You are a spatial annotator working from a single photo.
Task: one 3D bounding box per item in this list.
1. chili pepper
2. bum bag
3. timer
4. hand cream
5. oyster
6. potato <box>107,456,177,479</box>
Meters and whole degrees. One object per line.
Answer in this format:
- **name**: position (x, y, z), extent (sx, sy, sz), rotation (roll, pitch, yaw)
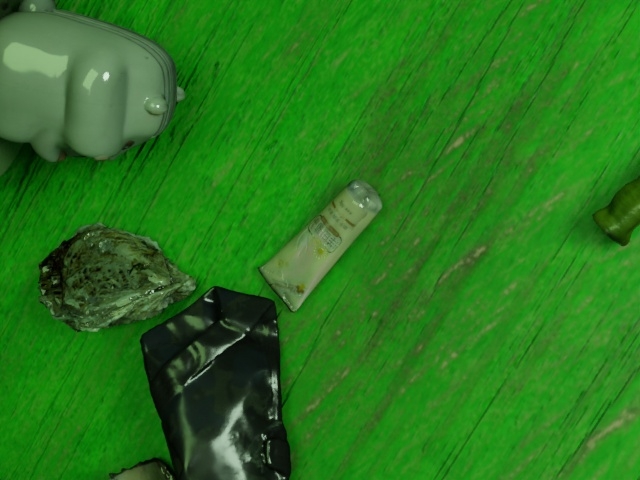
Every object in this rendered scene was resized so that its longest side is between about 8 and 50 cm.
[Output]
- **chili pepper**: position (0.319, -0.064, 0.711), extent (0.202, 0.052, 0.050), rotation (-31, 54, 15)
- **bum bag**: position (-0.093, 0.195, 0.816), extent (0.137, 0.074, 0.310), rotation (-6, 75, -8)
- **timer**: position (-0.299, -0.166, 0.872), extent (0.315, 0.291, 0.290), rotation (12, 88, 2)
- **hand cream**: position (0.000, 0.000, 0.835), extent (0.143, 0.039, 0.061), rotation (-47, 72, 15)
- **oyster**: position (-0.222, 0.042, 0.905), extent (0.177, 0.064, 0.125), rotation (29, 80, 32)
- **potato**: position (-0.171, 0.283, 0.843), extent (0.061, 0.086, 0.122), rotation (-40, 73, 27)
